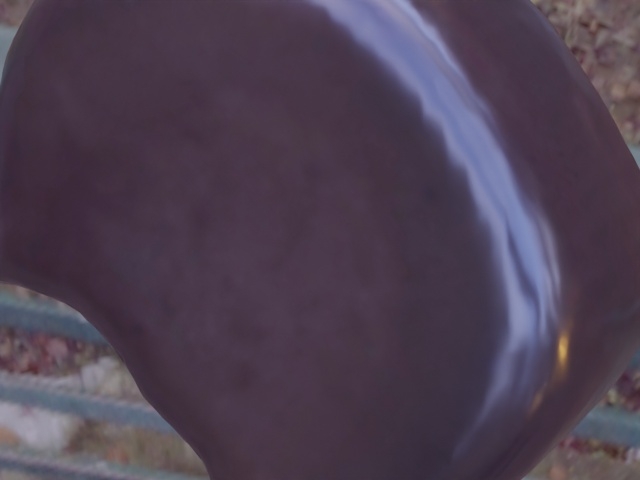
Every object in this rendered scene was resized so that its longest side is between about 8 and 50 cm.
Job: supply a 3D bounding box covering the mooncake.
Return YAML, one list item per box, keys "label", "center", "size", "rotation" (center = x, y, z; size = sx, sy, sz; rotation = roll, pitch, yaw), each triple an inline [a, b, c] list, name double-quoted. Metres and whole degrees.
- label: "mooncake"
  center: [0.000, 0.000, 0.791]
  size: [0.326, 0.334, 0.174]
  rotation: [17, 22, 23]
